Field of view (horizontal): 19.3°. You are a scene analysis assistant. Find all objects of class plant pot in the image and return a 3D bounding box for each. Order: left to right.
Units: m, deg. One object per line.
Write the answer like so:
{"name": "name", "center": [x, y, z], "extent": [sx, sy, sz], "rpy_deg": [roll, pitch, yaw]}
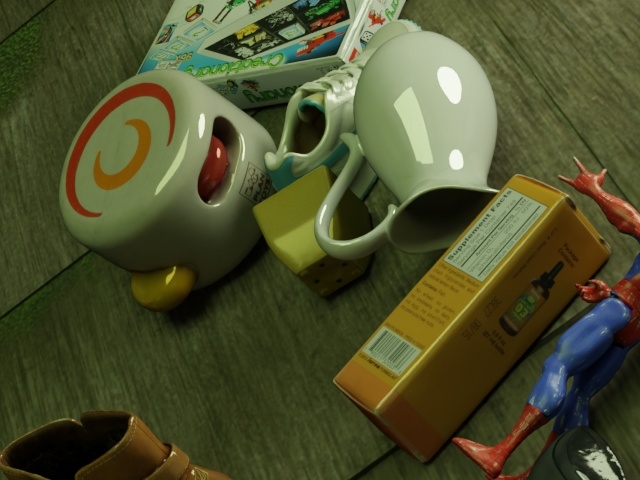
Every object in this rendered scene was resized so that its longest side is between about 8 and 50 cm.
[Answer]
{"name": "plant pot", "center": [0.000, 0.000, 1.685], "extent": [0.081, 0.081, 0.083], "rpy_deg": [-32, 46, 15]}

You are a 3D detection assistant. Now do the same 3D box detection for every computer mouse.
{"name": "computer mouse", "center": [0.194, 0.192, 1.249], "extent": [0.262, 0.060, 0.184], "rpy_deg": [-107, 31, -51]}

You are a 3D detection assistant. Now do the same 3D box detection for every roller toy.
{"name": "roller toy", "center": [-0.139, -0.053, 1.807], "extent": [0.191, 0.146, 0.209], "rpy_deg": [-45, 41, 13]}

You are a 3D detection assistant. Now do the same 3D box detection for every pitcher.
{"name": "pitcher", "center": [0.072, -0.077, 1.644], "extent": [0.178, 0.125, 0.207], "rpy_deg": [-13, 49, 5]}

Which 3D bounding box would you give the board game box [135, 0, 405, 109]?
{"name": "board game box", "center": [-0.050, -0.225, 1.973], "extent": [0.305, 0.053, 0.193], "rpy_deg": [-5, 50, 40]}

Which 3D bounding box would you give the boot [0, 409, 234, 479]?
{"name": "boot", "center": [-0.189, 0.243, 1.495], "extent": [0.283, 0.220, 0.109], "rpy_deg": [-20, 42, 28]}

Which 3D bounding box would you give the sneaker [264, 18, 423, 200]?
{"name": "sneaker", "center": [0.030, -0.126, 1.769], "extent": [0.087, 0.092, 0.228], "rpy_deg": [2, 54, 46]}

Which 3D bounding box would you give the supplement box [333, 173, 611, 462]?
{"name": "supplement box", "center": [0.122, 0.060, 1.512], "extent": [0.233, 0.078, 0.080], "rpy_deg": [-46, 33, -6]}

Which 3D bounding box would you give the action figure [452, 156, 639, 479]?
{"name": "action figure", "center": [0.195, 0.053, 1.436], "extent": [0.280, 0.091, 0.139], "rpy_deg": [-46, 45, -5]}
